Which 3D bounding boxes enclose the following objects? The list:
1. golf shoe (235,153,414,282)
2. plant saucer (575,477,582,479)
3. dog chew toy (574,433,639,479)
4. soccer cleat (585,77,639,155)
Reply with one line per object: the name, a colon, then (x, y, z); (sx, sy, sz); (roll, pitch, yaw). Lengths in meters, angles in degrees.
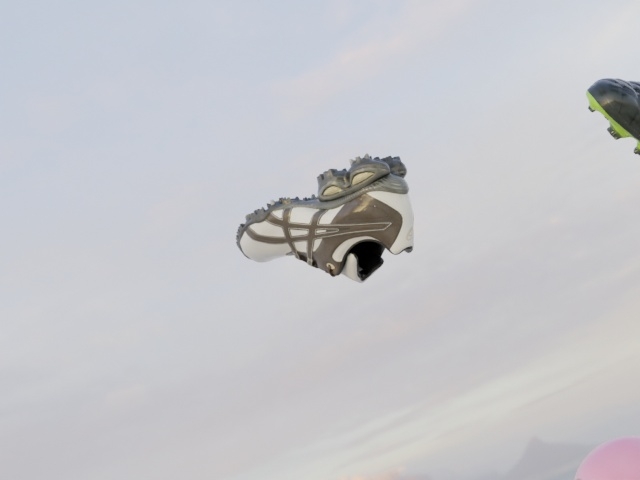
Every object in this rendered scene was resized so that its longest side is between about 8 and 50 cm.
golf shoe: (0.000, 0.000, 0.798); (0.077, 0.093, 0.198); (-11, -10, -43)
plant saucer: (0.166, 0.318, 0.584); (0.048, 0.258, 0.258); (-1, 7, 27)
dog chew toy: (0.385, 0.236, 0.864); (0.332, 0.206, 0.206); (-4, -22, -15)
soccer cleat: (0.252, -0.087, 0.622); (0.179, 0.060, 0.072); (12, -54, -31)
